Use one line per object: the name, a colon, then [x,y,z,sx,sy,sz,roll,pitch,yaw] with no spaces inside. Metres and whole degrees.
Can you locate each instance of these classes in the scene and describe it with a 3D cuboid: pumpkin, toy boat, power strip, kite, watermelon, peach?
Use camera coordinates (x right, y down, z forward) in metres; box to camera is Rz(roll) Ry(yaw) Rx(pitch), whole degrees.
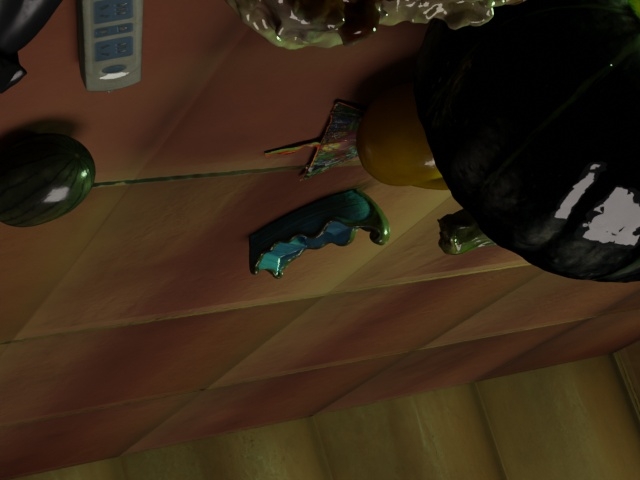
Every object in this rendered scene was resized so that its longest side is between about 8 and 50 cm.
pumpkin: [0.209,-0.085,1.028,0.296,0.296,0.296,-16,163,-5]
toy boat: [0.000,0.000,1.488,0.185,0.077,0.075,-25,161,25]
power strip: [-0.156,-0.155,0.914,0.047,0.030,0.191,-13,162,-13]
kite: [0.018,-0.105,1.289,0.159,0.010,0.190,-10,161,-17]
watermelon: [-0.249,-0.052,1.076,0.111,0.078,0.078,-22,163,19]
peach: [0.122,-0.104,1.200,0.179,0.103,0.179,-12,173,-2]

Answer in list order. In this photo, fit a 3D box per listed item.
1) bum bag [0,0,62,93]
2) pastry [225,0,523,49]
bum bag: [-0.271,-0.119,0.863,0.123,0.060,0.248,0,155,-43]
pastry: [0.044,-0.234,0.622,0.237,0.170,0.256,-13,137,-27]
